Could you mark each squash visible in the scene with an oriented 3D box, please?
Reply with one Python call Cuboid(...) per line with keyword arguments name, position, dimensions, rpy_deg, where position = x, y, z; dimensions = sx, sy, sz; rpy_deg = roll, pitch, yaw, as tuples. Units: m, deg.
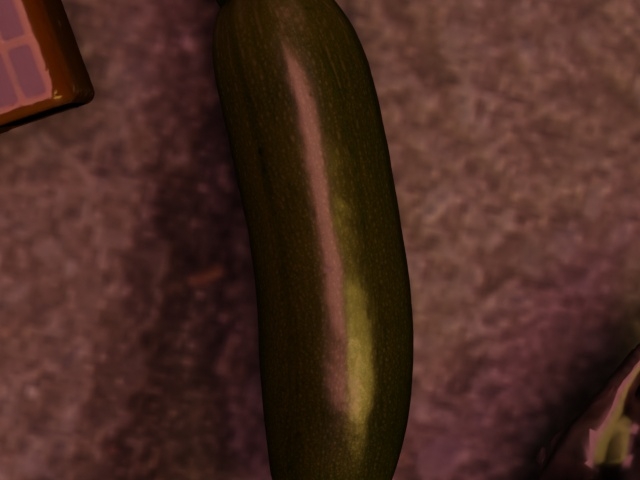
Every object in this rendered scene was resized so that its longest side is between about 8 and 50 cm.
Cuboid(name="squash", position=(0.000, 0.000, 0.459), dimensions=(0.069, 0.069, 0.258), rpy_deg=(-7, 97, -5))

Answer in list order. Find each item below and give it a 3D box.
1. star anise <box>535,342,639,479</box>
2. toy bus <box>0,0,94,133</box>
Cuboid(name="star anise", position=(0.168, 0.175, 0.477), dimensions=(0.359, 0.139, 0.315), rpy_deg=(-26, 106, -18))
Cuboid(name="toy bus", position=(-0.163, -0.130, 0.411), dimensions=(0.114, 0.098, 0.201), rpy_deg=(-19, 98, -4))
